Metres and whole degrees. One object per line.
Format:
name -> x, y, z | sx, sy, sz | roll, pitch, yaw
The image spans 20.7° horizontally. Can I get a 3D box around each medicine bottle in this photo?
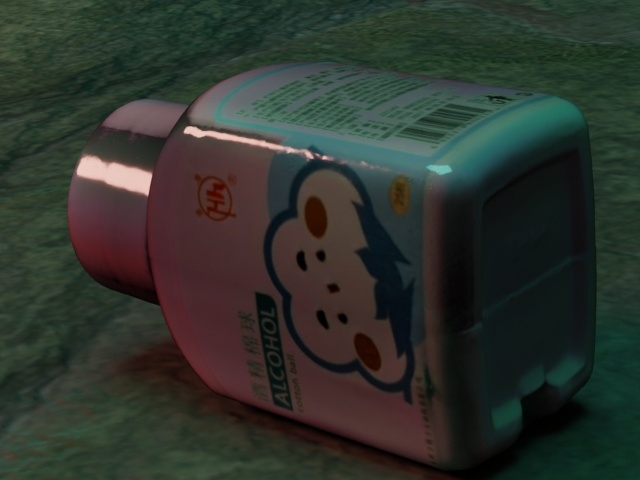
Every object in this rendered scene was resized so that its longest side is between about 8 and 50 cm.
medicine bottle -> 0.000, 0.000, 0.639 | 0.188, 0.119, 0.094 | 13, 28, 38
